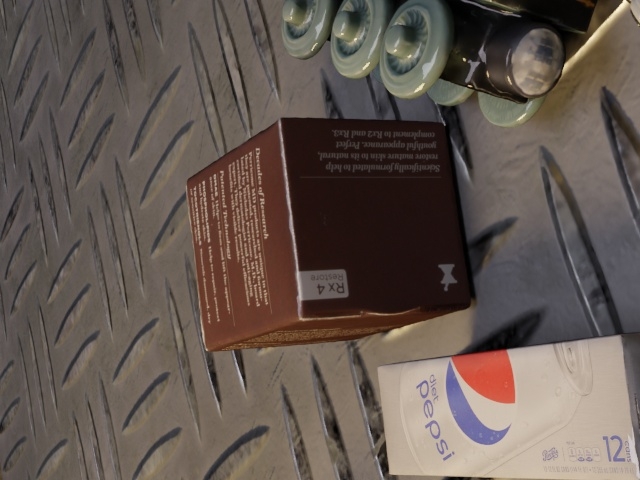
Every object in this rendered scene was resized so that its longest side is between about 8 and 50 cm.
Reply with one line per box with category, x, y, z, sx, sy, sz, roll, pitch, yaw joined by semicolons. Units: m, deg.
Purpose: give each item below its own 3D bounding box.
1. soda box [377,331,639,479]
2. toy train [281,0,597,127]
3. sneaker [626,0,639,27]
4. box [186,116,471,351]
soda box;0.156;0.120;0.825;0.286;0.098;0.091;-18;76;60
toy train;0.087;-0.208;0.904;0.334;0.142;0.190;34;109;57
sneaker;0.234;-0.184;0.668;0.118;0.107;0.279;-50;51;38
box;0.000;0.000;1.021;0.203;0.168;0.167;-24;70;58
